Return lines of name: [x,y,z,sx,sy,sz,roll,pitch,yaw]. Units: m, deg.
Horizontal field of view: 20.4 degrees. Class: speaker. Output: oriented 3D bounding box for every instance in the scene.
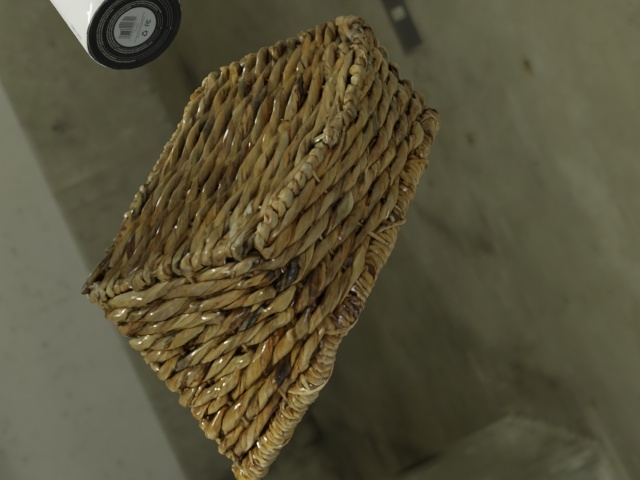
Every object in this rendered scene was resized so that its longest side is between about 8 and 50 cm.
speaker: [-0.127,-0.149,0.948,0.136,0.055,0.055,52,165,39]

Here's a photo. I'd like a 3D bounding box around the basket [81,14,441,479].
basket: [0.000,0.000,1.373,0.223,0.213,0.299,53,-143,-25]
